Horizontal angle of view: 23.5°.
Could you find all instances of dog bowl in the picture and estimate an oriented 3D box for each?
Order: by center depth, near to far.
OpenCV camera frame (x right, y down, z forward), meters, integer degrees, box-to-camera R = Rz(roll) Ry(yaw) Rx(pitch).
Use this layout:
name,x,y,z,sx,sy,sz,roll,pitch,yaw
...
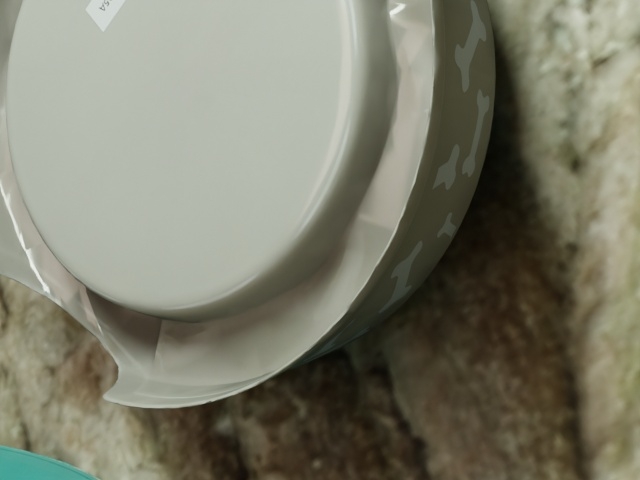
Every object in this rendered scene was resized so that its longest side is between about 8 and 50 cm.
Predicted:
name,x,y,z,sx,sy,sz,roll,pitch,yaw
dog bowl,-0.060,-0.084,0.839,0.349,0.102,0.348,-3,85,35

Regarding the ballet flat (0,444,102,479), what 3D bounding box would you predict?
name,x,y,z,sx,sy,sz,roll,pitch,yaw
ballet flat,-0.100,0.237,0.870,0.409,0.147,0.147,15,95,33
